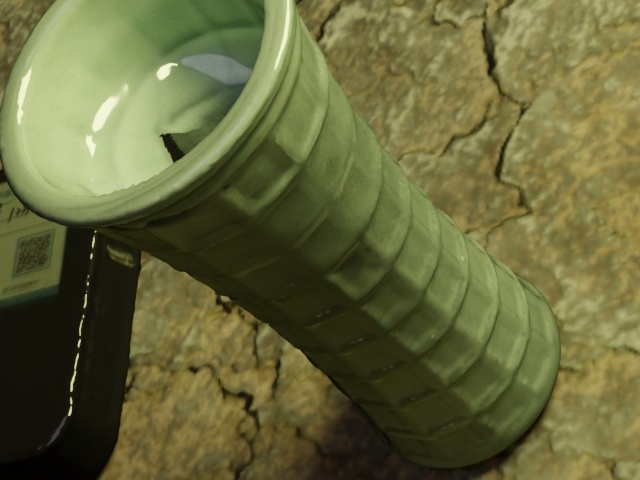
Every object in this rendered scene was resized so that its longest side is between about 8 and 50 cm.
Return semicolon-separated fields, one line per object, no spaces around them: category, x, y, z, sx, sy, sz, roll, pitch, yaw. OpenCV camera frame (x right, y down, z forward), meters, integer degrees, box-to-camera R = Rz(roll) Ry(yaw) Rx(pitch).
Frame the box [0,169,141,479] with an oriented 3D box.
box;-0.271;0.072;1.127;0.350;0.058;0.211;-13;54;28

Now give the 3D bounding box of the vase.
vase;0.000;0.000;0.822;0.143;0.299;0.143;-17;53;24
